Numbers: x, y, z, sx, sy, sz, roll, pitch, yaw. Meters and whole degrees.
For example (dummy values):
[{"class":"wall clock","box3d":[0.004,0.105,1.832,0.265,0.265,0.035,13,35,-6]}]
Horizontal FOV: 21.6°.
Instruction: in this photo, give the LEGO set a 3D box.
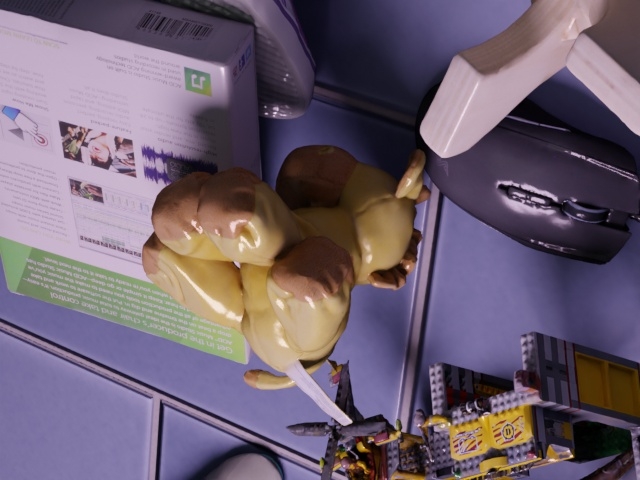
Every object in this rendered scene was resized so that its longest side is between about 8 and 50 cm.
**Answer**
[{"class":"LEGO set","box3d":[0.109,0.199,1.185,0.331,0.192,0.255,-13,67,45]}]

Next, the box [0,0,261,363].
[{"class":"box","box3d":[-0.158,-0.055,1.317,0.232,0.058,0.322,16,136,16]}]

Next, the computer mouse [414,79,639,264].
[{"class":"computer mouse","box3d":[0.178,-0.062,1.163,0.262,0.060,0.184,32,125,20]}]

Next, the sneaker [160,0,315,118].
[{"class":"sneaker","box3d":[-0.055,-0.226,1.241,0.102,0.161,0.282,5,144,29]}]

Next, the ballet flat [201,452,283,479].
[{"class":"ballet flat","box3d":[-0.111,0.261,1.493,0.072,0.068,0.213,53,128,6]}]

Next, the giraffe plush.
[{"class":"giraffe plush","box3d":[0.000,0.000,1.209,0.181,0.170,0.210,-8,124,54]}]

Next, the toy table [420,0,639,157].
[{"class":"toy table","box3d":[0.163,-0.167,1.027,0.274,0.161,0.252,39,129,35]}]

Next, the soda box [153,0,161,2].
[{"class":"soda box","box3d":[-0.170,-0.279,1.315,0.067,0.071,0.210,-4,106,37]}]
